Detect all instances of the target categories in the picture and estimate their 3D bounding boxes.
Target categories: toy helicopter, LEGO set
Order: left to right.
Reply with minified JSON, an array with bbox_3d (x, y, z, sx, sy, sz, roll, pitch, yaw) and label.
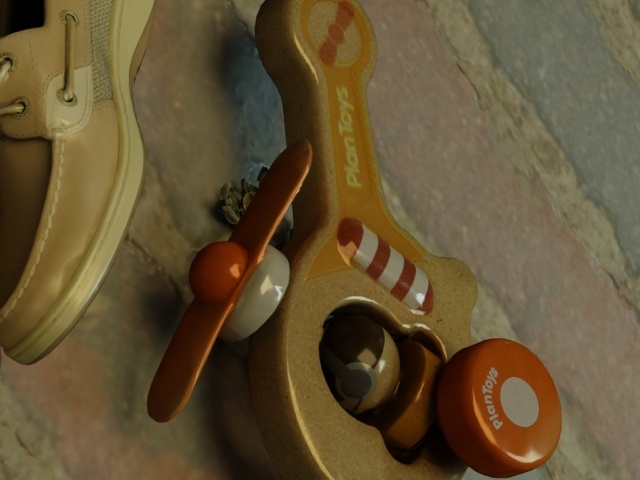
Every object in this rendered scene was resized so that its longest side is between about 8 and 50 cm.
[{"bbox_3d":[-0.041,-0.015,1.232,0.083,0.023,0.054,54,45,-32],"label":"LEGO set"},{"bbox_3d":[0.000,0.000,1.185,0.235,0.140,0.355,7,66,-38],"label":"toy helicopter"}]

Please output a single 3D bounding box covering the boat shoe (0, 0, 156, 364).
[{"bbox_3d":[-0.160,-0.071,1.076,0.098,0.109,0.302,27,50,-28],"label":"boat shoe"}]
